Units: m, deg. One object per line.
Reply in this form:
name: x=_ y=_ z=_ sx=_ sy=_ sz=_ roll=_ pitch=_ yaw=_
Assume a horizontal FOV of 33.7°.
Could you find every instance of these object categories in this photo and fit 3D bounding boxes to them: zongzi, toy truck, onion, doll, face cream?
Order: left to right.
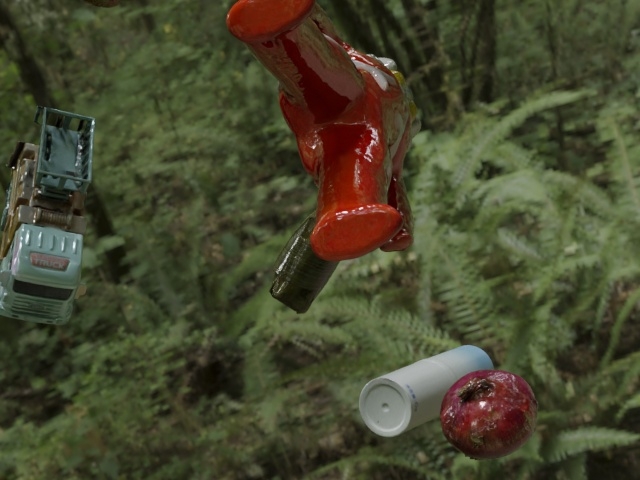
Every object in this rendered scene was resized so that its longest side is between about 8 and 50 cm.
toy truck: x=-0.254 y=-0.021 z=0.989 sx=0.080 sy=0.115 sz=0.178 roll=11 pitch=52 yaw=-22
zongzi: x=0.000 y=0.000 z=1.599 sx=0.187 sy=0.084 sz=0.184 roll=-56 pitch=3 yaw=15
doll: x=0.019 y=-0.084 z=0.736 sx=0.099 sy=0.188 sz=0.384 roll=-20 pitch=6 yaw=7
face cream: x=0.145 y=0.194 z=1.391 sx=0.077 sy=0.077 sz=0.250 roll=-7 pitch=0 yaw=34
onion: x=0.178 y=0.184 z=1.131 sx=0.107 sy=0.097 sz=0.107 roll=-20 pitch=40 yaw=18

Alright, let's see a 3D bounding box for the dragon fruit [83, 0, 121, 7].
dragon fruit: x=-0.291 y=-0.422 z=1.358 sx=0.130 sy=0.268 sz=0.295 roll=-25 pitch=-5 yaw=42
